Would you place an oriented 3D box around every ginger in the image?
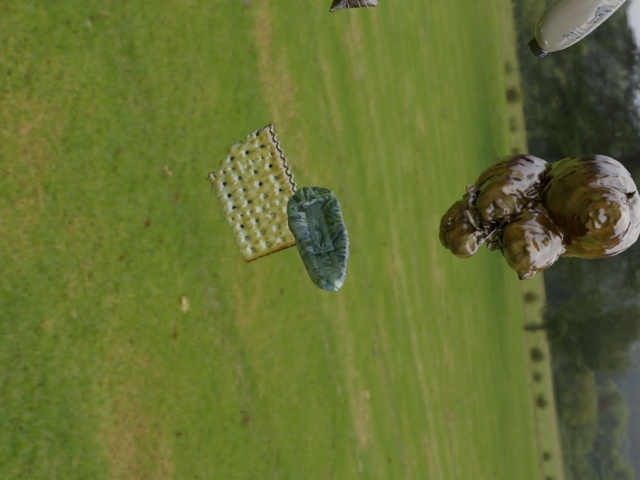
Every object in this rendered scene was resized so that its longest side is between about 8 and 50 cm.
[{"bbox_3d":[0.344,-0.047,1.426,0.274,0.357,0.152,-17,107,-33],"label":"ginger"}]

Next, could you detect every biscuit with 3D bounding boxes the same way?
[{"bbox_3d":[-0.103,-0.071,1.509,0.016,0.144,0.203,-56,125,-71],"label":"biscuit"}]

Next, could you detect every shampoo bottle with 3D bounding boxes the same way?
[{"bbox_3d":[0.498,-0.441,1.767,0.127,0.257,0.078,1,62,-39],"label":"shampoo bottle"}]

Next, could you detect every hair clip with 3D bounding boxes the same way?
[{"bbox_3d":[0.000,0.002,1.038,0.229,0.066,0.036,-104,-176,-60],"label":"hair clip"}]

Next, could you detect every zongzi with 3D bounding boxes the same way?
[{"bbox_3d":[0.045,-0.408,1.558,0.073,0.083,0.067,-63,161,-10],"label":"zongzi"}]
